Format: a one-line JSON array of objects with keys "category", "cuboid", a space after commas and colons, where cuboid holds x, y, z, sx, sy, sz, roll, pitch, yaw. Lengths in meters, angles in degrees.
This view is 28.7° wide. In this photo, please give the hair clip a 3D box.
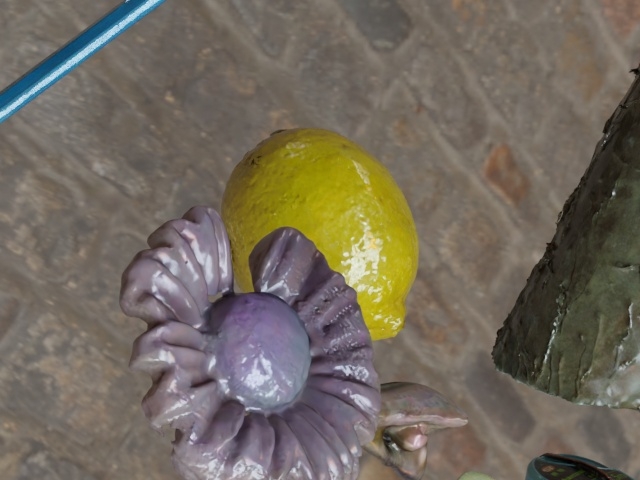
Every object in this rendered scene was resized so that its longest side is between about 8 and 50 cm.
[{"category": "hair clip", "cuboid": [0.004, 0.088, 0.747, 0.300, 0.069, 0.173, 31, 42, -51]}]

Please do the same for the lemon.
[{"category": "lemon", "cuboid": [-0.003, -0.004, 1.501, 0.235, 0.263, 0.236, -13, 141, -10]}]

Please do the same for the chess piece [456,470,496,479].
[{"category": "chess piece", "cuboid": [0.120, 0.381, 1.319, 0.144, 0.144, 0.251, 20, 119, -41]}]

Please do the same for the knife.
[{"category": "knife", "cuboid": [-0.210, -0.092, 0.849, 0.296, 0.044, 0.026, -37, 104, -6]}]

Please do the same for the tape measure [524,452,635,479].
[{"category": "tape measure", "cuboid": [0.325, 0.321, 1.598, 0.125, 0.146, 0.081, -8, 110, -44]}]

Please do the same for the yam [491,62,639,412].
[{"category": "yam", "cuboid": [0.160, -0.003, 0.579, 0.107, 0.107, 0.183, 7, 113, -40]}]
